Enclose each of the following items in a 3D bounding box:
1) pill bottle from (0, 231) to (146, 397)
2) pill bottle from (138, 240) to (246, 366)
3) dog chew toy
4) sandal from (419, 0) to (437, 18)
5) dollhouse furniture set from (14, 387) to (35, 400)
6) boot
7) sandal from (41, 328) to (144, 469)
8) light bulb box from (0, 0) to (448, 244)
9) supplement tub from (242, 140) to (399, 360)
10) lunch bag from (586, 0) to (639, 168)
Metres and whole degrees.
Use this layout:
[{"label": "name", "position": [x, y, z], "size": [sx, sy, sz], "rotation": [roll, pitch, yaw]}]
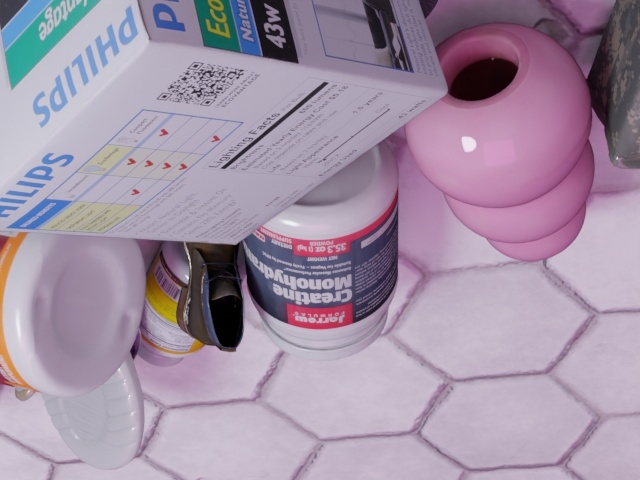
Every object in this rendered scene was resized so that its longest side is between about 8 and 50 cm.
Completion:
[{"label": "pill bottle", "position": [-0.426, 0.047, 1.580], "size": [0.392, 0.224, 0.224], "rotation": [8, 143, 30]}, {"label": "pill bottle", "position": [-0.183, 0.076, 1.756], "size": [0.117, 0.117, 0.215], "rotation": [17, 136, -16]}, {"label": "dog chew toy", "position": [0.220, -0.092, 1.505], "size": [0.207, 0.206, 0.332], "rotation": [-13, 143, 16]}, {"label": "sandal", "position": [0.052, -0.250, 1.448], "size": [0.097, 0.054, 0.254], "rotation": [26, 142, -14]}, {"label": "dollhouse furniture set", "position": [-0.592, 0.124, 1.785], "size": [0.303, 0.173, 0.355], "rotation": [-29, 130, 29]}, {"label": "boot", "position": [-0.116, 0.027, 1.587], "size": [0.082, 0.106, 0.219], "rotation": [-3, 108, -29]}, {"label": "sandal", "position": [-0.298, 0.111, 1.738], "size": [0.169, 0.102, 0.416], "rotation": [6, 116, 34]}, {"label": "light bulb box", "position": [-0.141, -0.171, 1.286], "size": [0.361, 0.225, 0.358], "rotation": [4, 152, -43]}, {"label": "supplement tub", "position": [0.000, 0.000, 1.611], "size": [0.191, 0.191, 0.272], "rotation": [0, 137, 3]}, {"label": "lunch bag", "position": [0.457, -0.198, 1.399], "size": [0.287, 0.169, 0.235], "rotation": [2, 135, -11]}]
